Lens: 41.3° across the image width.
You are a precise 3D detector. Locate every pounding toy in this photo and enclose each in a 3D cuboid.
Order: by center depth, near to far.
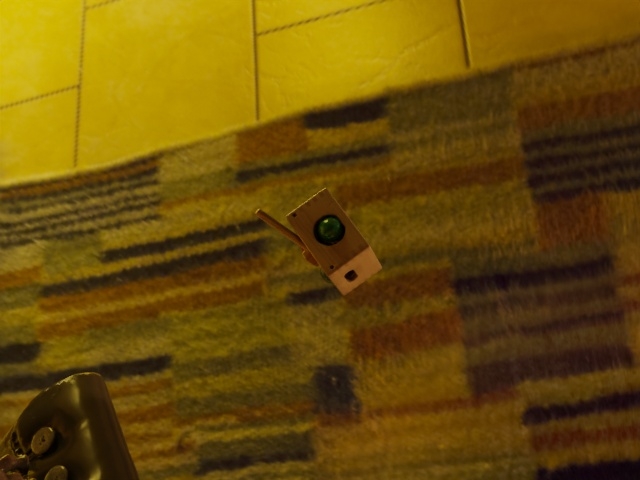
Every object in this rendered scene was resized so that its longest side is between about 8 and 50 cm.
[{"bbox_3d":[0.000,0.000,1.187,0.100,0.141,0.130,-36,68,0],"label":"pounding toy"}]

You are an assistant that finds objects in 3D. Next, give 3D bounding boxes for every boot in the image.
[{"bbox_3d":[-0.241,0.328,1.097,0.367,0.146,0.445,-37,38,-5],"label":"boot"}]

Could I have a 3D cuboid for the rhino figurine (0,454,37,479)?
[{"bbox_3d":[-0.419,0.383,1.033,0.073,0.106,0.243,-9,70,44],"label":"rhino figurine"}]
